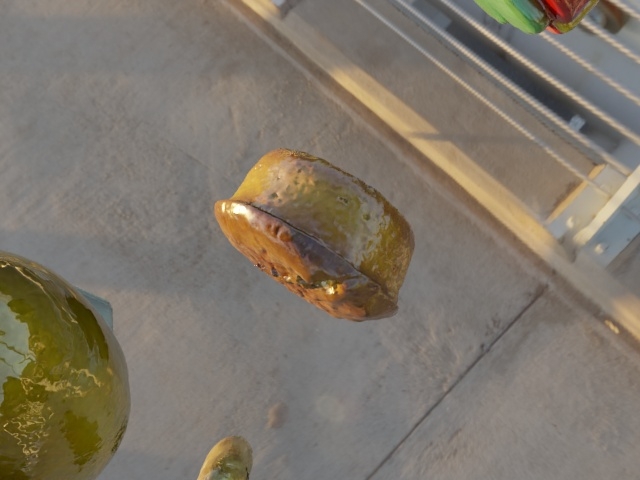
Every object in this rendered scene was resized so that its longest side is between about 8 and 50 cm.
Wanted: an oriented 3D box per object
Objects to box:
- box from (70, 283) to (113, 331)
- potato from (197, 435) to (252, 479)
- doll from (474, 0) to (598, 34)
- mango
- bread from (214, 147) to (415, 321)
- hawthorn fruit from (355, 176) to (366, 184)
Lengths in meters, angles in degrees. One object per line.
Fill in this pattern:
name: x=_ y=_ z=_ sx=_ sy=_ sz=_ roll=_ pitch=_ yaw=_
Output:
box: x=-0.552 y=0.181 z=1.407 sx=0.175 sy=0.312 sz=0.183 roll=-17 pitch=59 yaw=22
potato: x=-0.154 y=0.377 z=1.107 sx=0.080 sy=0.170 sz=0.107 roll=37 pitch=100 yaw=-6
doll: x=0.243 y=-0.292 z=0.454 sx=0.363 sy=0.183 sz=0.160 roll=-35 pitch=111 yaw=10
mango: x=-0.325 y=0.129 z=0.645 sx=0.301 sy=0.445 sz=0.221 roll=26 pitch=52 yaw=-12
bread: x=-0.001 y=-0.002 z=1.026 sx=0.312 sy=0.312 sz=0.172 roll=29 pitch=80 yaw=16
hawthorn fruit: x=0.065 y=-0.094 z=1.450 sx=0.077 sy=0.077 sz=0.077 roll=-2 pitch=78 yaw=11
